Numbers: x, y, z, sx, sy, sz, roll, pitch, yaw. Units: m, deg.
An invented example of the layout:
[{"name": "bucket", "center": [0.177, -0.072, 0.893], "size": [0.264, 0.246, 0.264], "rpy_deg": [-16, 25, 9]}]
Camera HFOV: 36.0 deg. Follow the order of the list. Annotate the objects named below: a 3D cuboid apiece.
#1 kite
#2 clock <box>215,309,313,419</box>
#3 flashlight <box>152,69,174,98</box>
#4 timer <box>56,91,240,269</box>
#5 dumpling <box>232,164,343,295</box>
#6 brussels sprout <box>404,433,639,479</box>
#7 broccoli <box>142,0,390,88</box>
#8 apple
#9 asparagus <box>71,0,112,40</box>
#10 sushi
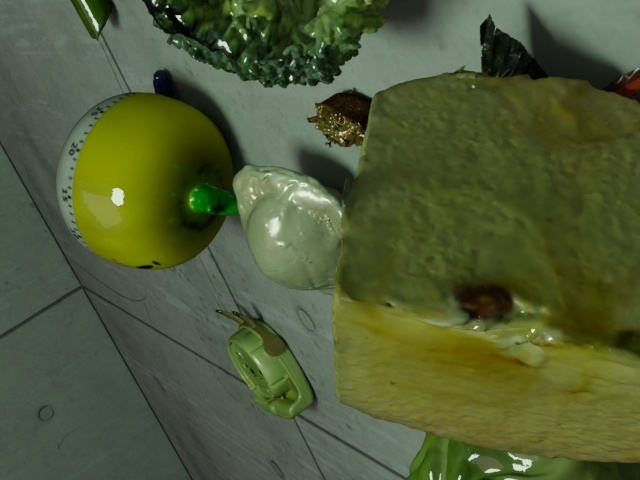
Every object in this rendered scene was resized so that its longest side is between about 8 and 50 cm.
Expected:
[{"name": "kite", "center": [0.201, -0.087, 0.814], "size": [0.232, 0.009, 0.189], "rpy_deg": [47, 142, -3]}, {"name": "clock", "center": [-0.112, 0.218, 1.838], "size": [0.232, 0.069, 0.170], "rpy_deg": [62, 157, -13]}, {"name": "flashlight", "center": [-0.242, -0.216, 1.561], "size": [0.121, 0.035, 0.057], "rpy_deg": [88, 169, -45]}, {"name": "timer", "center": [-0.217, -0.076, 1.437], "size": [0.285, 0.285, 0.285], "rpy_deg": [44, 155, 27]}, {"name": "dumpling", "center": [0.000, 0.000, 1.262], "size": [0.179, 0.131, 0.252], "rpy_deg": [-3, 132, 39]}, {"name": "brussels sprout", "center": [0.224, 0.256, 0.935], "size": [0.289, 0.281, 0.355], "rpy_deg": [-25, 76, 53]}, {"name": "broccoli", "center": [-0.050, -0.264, 0.873], "size": [0.243, 0.247, 0.263], "rpy_deg": [-63, 34, 17]}, {"name": "apple", "center": [0.166, 0.038, 0.744], "size": [0.252, 0.309, 0.314], "rpy_deg": [-61, -21, -75]}, {"name": "asparagus", "center": [-0.398, -0.445, 1.525], "size": [0.060, 0.067, 0.278], "rpy_deg": [-14, 115, 38]}, {"name": "sushi", "center": [0.026, -0.131, 1.099], "size": [0.061, 0.060, 0.118], "rpy_deg": [59, 159, -20]}]
